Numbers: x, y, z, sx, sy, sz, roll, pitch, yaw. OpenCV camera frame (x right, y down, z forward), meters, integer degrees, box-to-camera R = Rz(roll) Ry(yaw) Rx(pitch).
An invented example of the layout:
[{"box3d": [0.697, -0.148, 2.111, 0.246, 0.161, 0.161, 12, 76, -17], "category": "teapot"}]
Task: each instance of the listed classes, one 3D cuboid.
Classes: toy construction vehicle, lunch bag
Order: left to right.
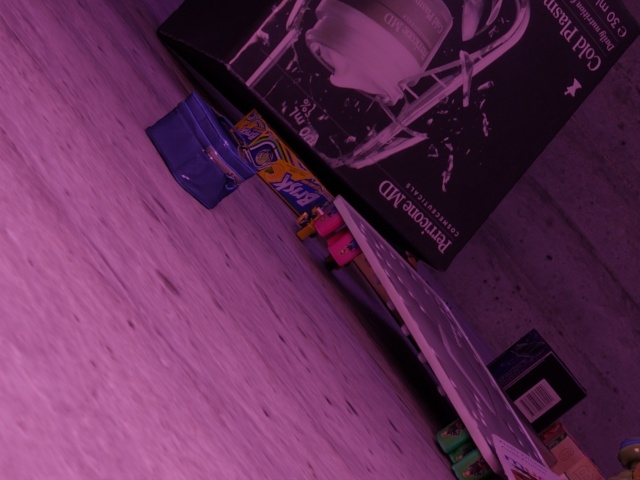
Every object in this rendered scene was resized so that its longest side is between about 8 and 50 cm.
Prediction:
[{"box3d": [-0.102, -0.081, 1.085, 0.098, 0.065, 0.067, 54, 7, 35], "category": "lunch bag"}, {"box3d": [0.000, 0.000, 1.547, 0.086, 0.035, 0.098, 49, 14, -11], "category": "toy construction vehicle"}]

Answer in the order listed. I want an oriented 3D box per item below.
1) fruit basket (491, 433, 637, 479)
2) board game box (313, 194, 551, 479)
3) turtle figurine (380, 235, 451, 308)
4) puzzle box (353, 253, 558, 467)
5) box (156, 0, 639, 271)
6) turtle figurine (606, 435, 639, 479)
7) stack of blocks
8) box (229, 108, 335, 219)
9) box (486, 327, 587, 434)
[{"box3d": [0.315, 0.297, 1.083, 0.327, 0.165, 0.353, 32, 12, -3], "category": "fruit basket"}, {"box3d": [0.160, 0.169, 1.477, 0.390, 0.050, 0.390, 42, 16, -56], "category": "board game box"}, {"box3d": [0.165, 0.026, 2.239, 0.175, 0.118, 0.234, 5, 60, -62], "category": "turtle figurine"}, {"box3d": [0.202, 0.175, 1.900, 0.409, 0.052, 0.272, 54, 7, 33], "category": "puzzle box"}, {"box3d": [0.116, -0.302, 1.747, 0.480, 0.471, 0.297, 41, -2, -31], "category": "box"}, {"box3d": [0.398, 0.415, 1.668, 0.197, 0.275, 0.266, 78, 3, -50], "category": "turtle figurine"}, {"box3d": [0.459, 0.447, 1.994, 0.297, 0.087, 0.171, 51, 5, 4], "category": "stack of blocks"}, {"box3d": [-0.052, -0.098, 1.634, 0.169, 0.054, 0.059, 45, 8, -42], "category": "box"}, {"box3d": [0.381, 0.265, 2.223, 0.108, 0.153, 0.207, 50, 5, -5], "category": "box"}]
